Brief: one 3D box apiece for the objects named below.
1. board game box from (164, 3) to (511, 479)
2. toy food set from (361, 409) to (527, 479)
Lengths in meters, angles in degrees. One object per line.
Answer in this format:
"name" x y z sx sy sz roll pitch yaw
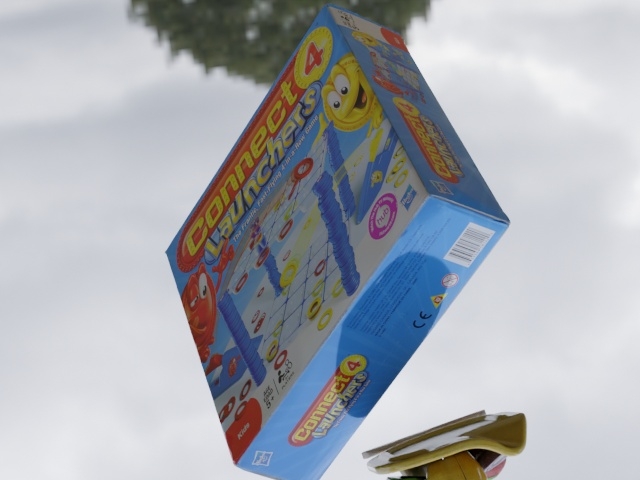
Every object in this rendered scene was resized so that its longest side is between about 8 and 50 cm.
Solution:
"board game box" 0.000 0.000 1.525 0.086 0.308 0.302 19 -152 -31
"toy food set" 0.108 0.191 1.421 0.128 0.071 0.218 -19 177 -5
